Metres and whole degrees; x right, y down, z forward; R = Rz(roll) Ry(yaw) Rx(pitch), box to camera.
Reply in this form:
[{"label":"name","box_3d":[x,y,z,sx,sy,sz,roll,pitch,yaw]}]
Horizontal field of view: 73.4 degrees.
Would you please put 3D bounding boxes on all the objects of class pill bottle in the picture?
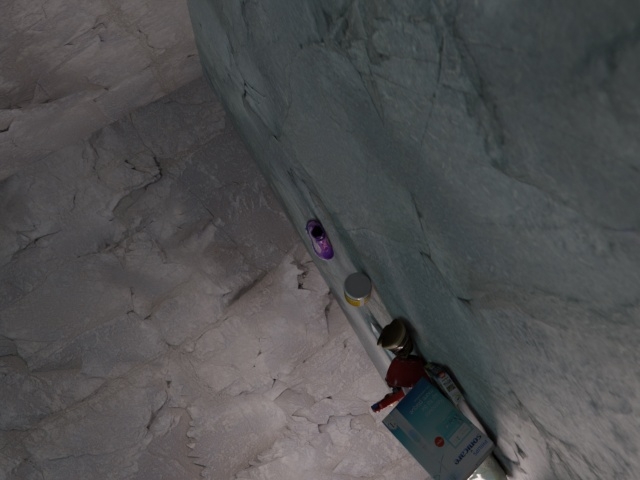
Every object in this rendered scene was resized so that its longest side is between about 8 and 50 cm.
[{"label":"pill bottle","box_3d":[0.159,0.219,1.850,0.117,0.118,0.208,56,173,20]}]

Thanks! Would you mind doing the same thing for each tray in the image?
[{"label":"tray","box_3d":[0.353,0.547,2.231,0.270,0.030,0.145,54,172,33]}]

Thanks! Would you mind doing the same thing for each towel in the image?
[{"label":"towel","box_3d":[0.428,0.449,1.418,0.083,0.010,0.060,55,171,25]}]

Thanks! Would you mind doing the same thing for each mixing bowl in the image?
[{"label":"mixing bowl","box_3d":[0.345,0.507,1.696,0.181,0.182,0.098,168,103,-82]}]

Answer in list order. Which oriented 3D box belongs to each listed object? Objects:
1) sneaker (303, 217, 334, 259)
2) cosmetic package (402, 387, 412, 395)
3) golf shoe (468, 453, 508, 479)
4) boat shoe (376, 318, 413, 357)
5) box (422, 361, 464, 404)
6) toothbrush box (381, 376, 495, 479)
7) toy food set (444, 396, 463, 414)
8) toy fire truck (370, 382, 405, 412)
[{"label":"sneaker","box_3d":[0.000,0.000,2.150,0.236,0.095,0.105,62,165,-15]},{"label":"cosmetic package","box_3d":[0.448,0.753,1.844,0.284,0.098,0.376,70,179,-66]},{"label":"golf shoe","box_3d":[0.597,0.849,1.538,0.140,0.115,0.306,48,168,41]},{"label":"boat shoe","box_3d":[0.308,0.391,1.671,0.123,0.123,0.342,28,164,6]},{"label":"box","box_3d":[0.416,0.484,1.471,0.114,0.036,0.207,56,176,8]},{"label":"toothbrush box","box_3d":[0.391,0.648,1.436,0.295,0.216,0.126,42,174,37]},{"label":"toy food set","box_3d":[0.477,0.632,1.631,0.132,0.039,0.192,62,149,7]},{"label":"toy fire truck","box_3d":[0.402,0.895,2.425,0.169,0.254,0.302,56,172,17]}]
